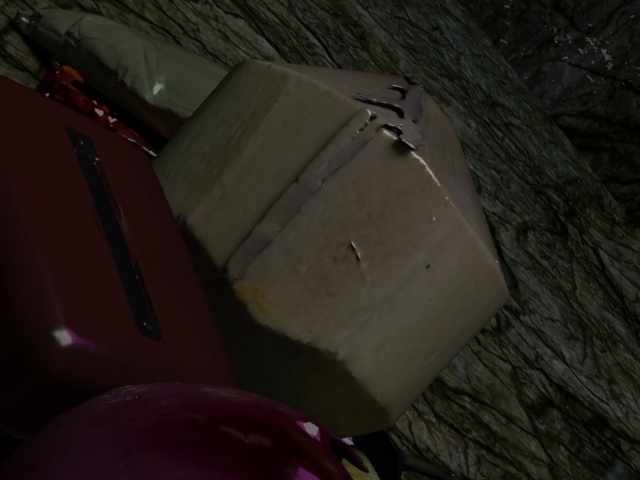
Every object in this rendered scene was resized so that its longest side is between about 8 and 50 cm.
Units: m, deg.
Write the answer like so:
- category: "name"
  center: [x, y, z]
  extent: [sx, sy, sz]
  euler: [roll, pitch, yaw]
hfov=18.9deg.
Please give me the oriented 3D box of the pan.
- category: "pan"
  center: [0.040, 0.200, 1.711]
  extent: [0.202, 0.048, 0.128]
  euler: [43, 22, -17]

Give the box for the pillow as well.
- category: "pillow"
  center: [-0.118, -0.141, 1.857]
  extent: [0.274, 0.076, 0.281]
  euler: [35, 12, 24]

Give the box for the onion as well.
- category: "onion"
  center: [-0.099, 0.259, 0.949]
  extent: [0.358, 0.345, 0.358]
  euler: [158, -90, -82]

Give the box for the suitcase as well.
- category: "suitcase"
  center: [-0.196, 0.039, 1.321]
  extent: [0.236, 0.161, 0.297]
  euler: [26, 31, -47]

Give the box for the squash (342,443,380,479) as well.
- category: "squash"
  center: [0.045, 0.285, 1.429]
  extent: [0.288, 0.111, 0.203]
  euler: [46, 12, 23]

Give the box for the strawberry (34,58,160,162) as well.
- category: "strawberry"
  center: [-0.185, -0.070, 1.688]
  extent: [0.188, 0.082, 0.121]
  euler: [40, 0, -2]

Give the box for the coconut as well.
- category: "coconut"
  center: [0.000, 0.000, 1.558]
  extent: [0.323, 0.323, 0.323]
  euler: [43, 21, -21]
